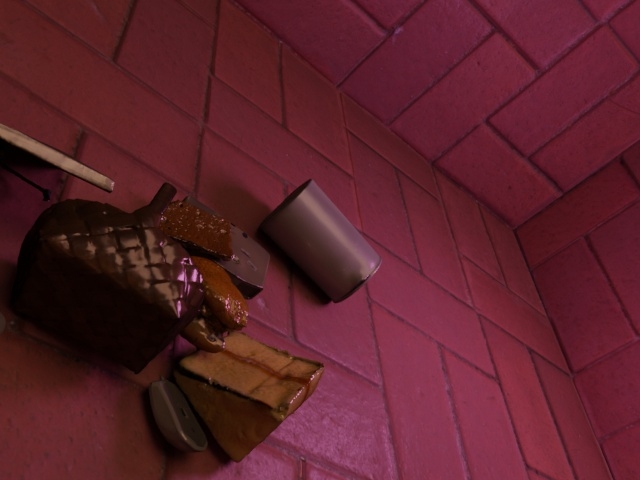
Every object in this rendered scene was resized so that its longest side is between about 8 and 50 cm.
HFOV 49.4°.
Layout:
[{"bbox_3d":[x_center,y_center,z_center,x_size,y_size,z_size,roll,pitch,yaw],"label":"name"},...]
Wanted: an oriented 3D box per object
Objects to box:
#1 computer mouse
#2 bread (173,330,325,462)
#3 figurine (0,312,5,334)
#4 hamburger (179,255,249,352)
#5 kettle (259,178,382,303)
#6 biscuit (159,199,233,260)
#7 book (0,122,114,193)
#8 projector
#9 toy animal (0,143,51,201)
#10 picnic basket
[{"bbox_3d":[-0.281,0.333,1.316,0.181,0.056,0.089,54,3,32],"label":"computer mouse"},{"bbox_3d":[-0.143,0.277,1.443,0.236,0.198,0.263,47,20,8],"label":"bread"},{"bbox_3d":[-0.573,0.105,1.105,0.147,0.126,0.192,-2,72,-68],"label":"figurine"},{"bbox_3d":[-0.271,0.118,1.475,0.157,0.144,0.283,33,6,-33],"label":"hamburger"},{"bbox_3d":[-0.007,0.009,2.023,0.318,0.265,0.205,45,59,-8],"label":"kettle"},{"bbox_3d":[-0.306,-0.035,1.598,0.237,0.026,0.131,22,37,-32],"label":"biscuit"},{"bbox_3d":[-0.555,-0.180,1.354,0.239,0.035,0.352,29,-4,-36],"label":"book"},{"bbox_3d":[-0.254,0.032,1.699,0.269,0.088,0.193,38,31,-21],"label":"projector"},{"bbox_3d":[-0.649,-0.160,1.381,0.253,0.070,0.079,40,37,-27],"label":"toy animal"},{"bbox_3d":[-0.363,0.031,1.306,0.337,0.293,0.337,22,43,-22],"label":"picnic basket"}]
